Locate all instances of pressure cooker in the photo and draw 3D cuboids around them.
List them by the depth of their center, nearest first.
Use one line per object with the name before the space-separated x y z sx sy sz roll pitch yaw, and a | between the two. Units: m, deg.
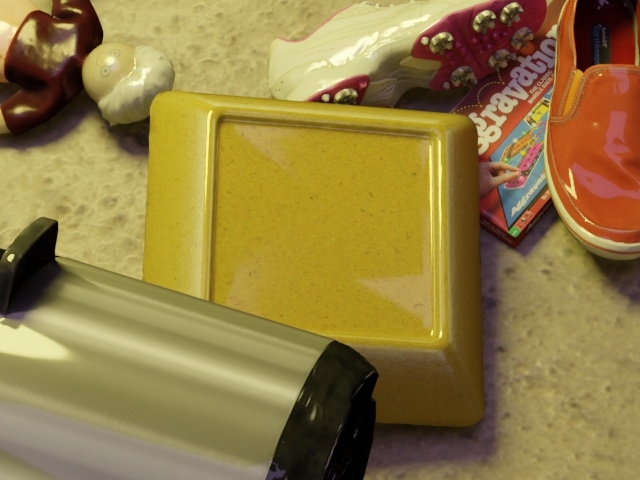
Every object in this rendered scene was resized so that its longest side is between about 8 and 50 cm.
pressure cooker | -0.195 0.207 1.494 0.420 0.375 0.370 18 75 9

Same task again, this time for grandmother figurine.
grandmother figurine | -0.314 -0.202 1.968 0.342 0.104 0.208 19 87 14

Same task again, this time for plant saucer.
plant saucer | 0.000 0.000 1.779 0.333 0.081 0.332 4 66 -8

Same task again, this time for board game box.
board game box | 0.227 -0.131 1.958 0.145 0.027 0.281 34 66 19

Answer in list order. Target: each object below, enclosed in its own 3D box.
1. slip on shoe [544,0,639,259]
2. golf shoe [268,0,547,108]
slip on shoe | 0.291 -0.134 1.887 0.123 0.101 0.331 3 63 -1
golf shoe | 0.083 -0.213 1.950 0.306 0.115 0.140 -24 53 -4
